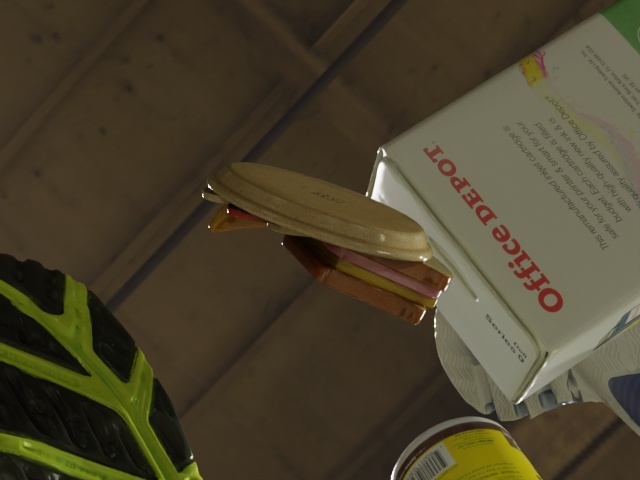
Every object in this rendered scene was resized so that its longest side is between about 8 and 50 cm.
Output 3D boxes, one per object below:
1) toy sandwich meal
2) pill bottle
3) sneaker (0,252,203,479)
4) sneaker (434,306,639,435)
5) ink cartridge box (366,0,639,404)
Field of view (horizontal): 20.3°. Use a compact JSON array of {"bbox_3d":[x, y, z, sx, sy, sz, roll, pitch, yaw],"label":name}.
[{"bbox_3d":[0.000,0.000,0.582,0.086,0.085,0.029,19,-80,4],"label":"toy sandwich meal"},{"bbox_3d":[0.147,0.249,1.445,0.117,0.215,0.117,-13,-51,-17],"label":"pill bottle"},{"bbox_3d":[-0.088,0.188,0.784,0.147,0.145,0.384,-53,-123,36],"label":"sneaker"},{"bbox_3d":[0.242,0.052,1.257,0.182,0.315,0.127,-27,-70,-32],"label":"sneaker"},{"bbox_3d":[0.155,-0.030,1.041,0.212,0.093,0.154,-32,-108,-20],"label":"ink cartridge box"}]
